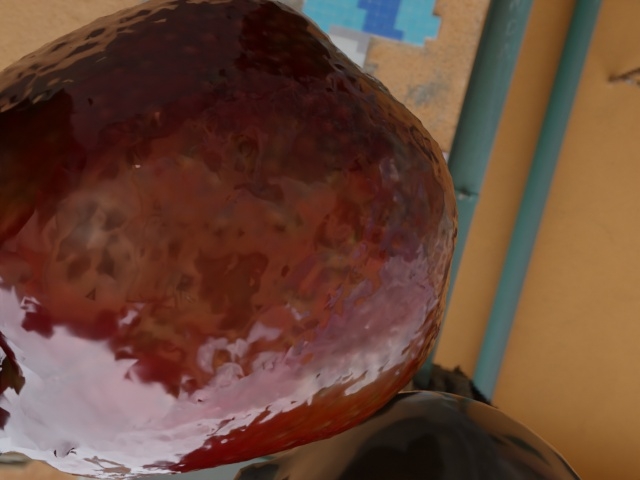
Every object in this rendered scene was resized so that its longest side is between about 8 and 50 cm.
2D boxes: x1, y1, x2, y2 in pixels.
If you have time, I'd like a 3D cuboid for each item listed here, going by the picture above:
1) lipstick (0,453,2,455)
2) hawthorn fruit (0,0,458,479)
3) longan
[{"bbox_3d":[-0.443,0.137,0.866,0.274,0.068,0.061,48,156,-10],"label":"lipstick"},{"bbox_3d":[-0.095,0.016,0.472,0.285,0.284,0.369,17,-148,36],"label":"hawthorn fruit"},{"bbox_3d":[0.054,0.271,0.620,0.350,0.288,0.288,-25,-167,-10],"label":"longan"}]
